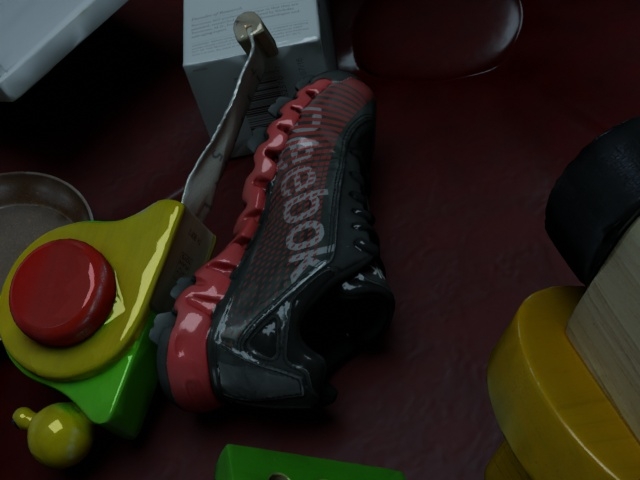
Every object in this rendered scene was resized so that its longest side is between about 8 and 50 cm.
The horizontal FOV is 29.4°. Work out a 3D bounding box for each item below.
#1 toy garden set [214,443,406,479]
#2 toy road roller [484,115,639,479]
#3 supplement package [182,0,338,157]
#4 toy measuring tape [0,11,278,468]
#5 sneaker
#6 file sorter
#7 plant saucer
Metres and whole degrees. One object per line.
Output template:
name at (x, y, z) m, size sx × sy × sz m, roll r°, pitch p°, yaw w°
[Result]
toy garden set at (0.052, 0.224, 0.593) m, size 0.203 × 0.049 × 0.244 m, roll 14°, pitch 38°, yaw -24°
toy road roller at (0.234, 0.093, 0.637) m, size 0.329 × 0.241 × 0.202 m, roll 4°, pitch 39°, yaw -31°
supplement package at (-0.046, -0.169, 0.961) m, size 0.105 × 0.105 × 0.179 m, roll -11°, pitch 50°, yaw 6°
toy measuring tape at (-0.132, -0.010, 0.815) m, size 0.121 × 0.121 × 0.330 m, roll 12°, pitch 72°, yaw 24°
sneaker at (0.000, 0.000, 0.811) m, size 0.135 × 0.098 × 0.276 m, roll 10°, pitch 56°, yaw 23°
file sorter at (-0.288, -0.237, 0.979) m, size 0.277 × 0.173 × 0.193 m, roll 10°, pitch 51°, yaw 51°
plant saucer at (-0.244, 0.019, 0.908) m, size 0.168 × 0.029 × 0.168 m, roll -8°, pitch 50°, yaw 10°
